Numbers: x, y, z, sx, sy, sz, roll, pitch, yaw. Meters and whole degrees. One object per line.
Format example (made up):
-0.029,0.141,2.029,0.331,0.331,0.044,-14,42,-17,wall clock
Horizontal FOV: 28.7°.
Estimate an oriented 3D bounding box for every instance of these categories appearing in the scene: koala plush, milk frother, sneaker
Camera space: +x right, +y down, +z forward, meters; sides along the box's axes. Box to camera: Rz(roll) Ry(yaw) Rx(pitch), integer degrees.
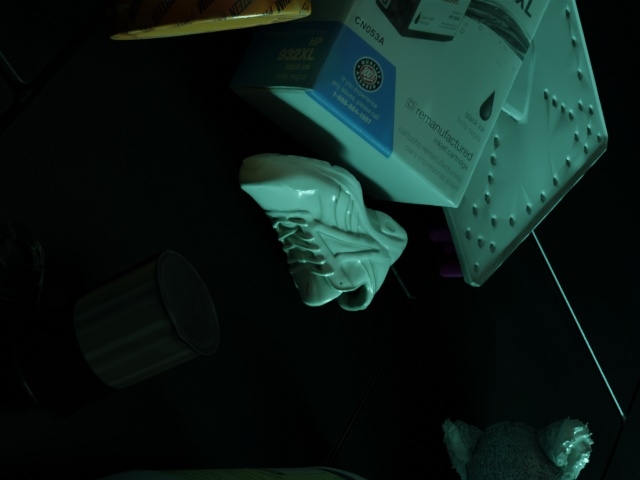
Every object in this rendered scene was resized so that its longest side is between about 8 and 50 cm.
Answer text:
0.220,0.295,1.387,0.203,0.196,0.221,-36,117,-58,koala plush
-0.170,0.039,0.932,0.143,0.135,0.129,51,21,-41,milk frother
0.000,0.000,1.187,0.232,0.090,0.115,36,65,-44,sneaker

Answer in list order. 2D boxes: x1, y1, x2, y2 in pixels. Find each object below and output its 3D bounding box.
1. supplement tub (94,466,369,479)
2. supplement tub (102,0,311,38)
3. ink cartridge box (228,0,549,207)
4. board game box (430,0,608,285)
-0.083,0.293,0.954,0.325,0.235,0.235,12,80,-50,supplement tub
-0.107,-0.333,0.966,0.207,0.207,0.338,-16,101,-50,supplement tub
0.085,-0.219,1.202,0.223,0.129,0.307,35,74,-36,ink cartridge box
0.201,-0.205,1.471,0.390,0.050,0.390,-41,120,-44,board game box
